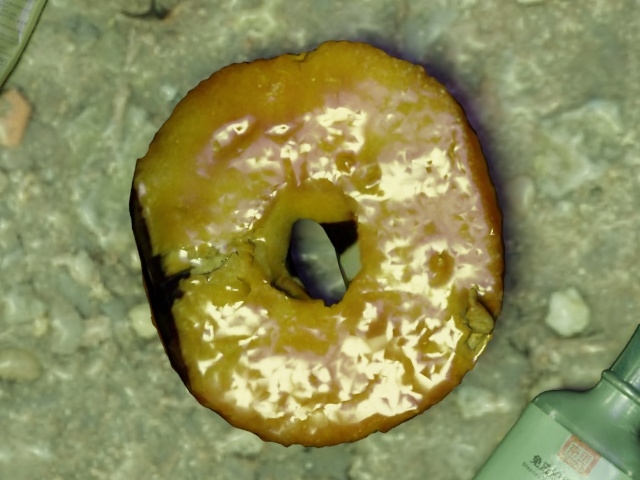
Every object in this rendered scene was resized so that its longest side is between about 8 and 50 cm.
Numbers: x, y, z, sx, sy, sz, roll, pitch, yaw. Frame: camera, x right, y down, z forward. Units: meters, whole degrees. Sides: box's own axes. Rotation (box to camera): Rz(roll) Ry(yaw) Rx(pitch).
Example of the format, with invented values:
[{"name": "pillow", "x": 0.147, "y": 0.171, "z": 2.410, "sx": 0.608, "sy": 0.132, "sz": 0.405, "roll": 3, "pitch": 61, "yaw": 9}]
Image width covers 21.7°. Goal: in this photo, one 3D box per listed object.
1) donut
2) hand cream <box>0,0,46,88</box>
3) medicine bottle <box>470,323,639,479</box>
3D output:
[{"name": "donut", "x": 0.001, "y": 0.002, "z": 1.054, "sx": 0.253, "sy": 0.118, "sz": 0.254, "roll": 0, "pitch": 92, "yaw": 8}, {"name": "hand cream", "x": -0.217, "y": -0.155, "z": 1.134, "sx": 0.057, "sy": 0.037, "sz": 0.165, "roll": 23, "pitch": 85, "yaw": 8}, {"name": "medicine bottle", "x": 0.156, "y": 0.147, "z": 1.059, "sx": 0.090, "sy": 0.053, "sz": 0.208, "roll": 38, "pitch": 92, "yaw": 17}]
